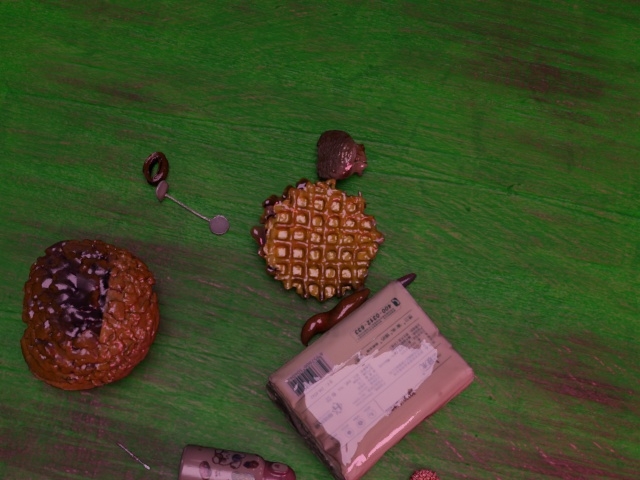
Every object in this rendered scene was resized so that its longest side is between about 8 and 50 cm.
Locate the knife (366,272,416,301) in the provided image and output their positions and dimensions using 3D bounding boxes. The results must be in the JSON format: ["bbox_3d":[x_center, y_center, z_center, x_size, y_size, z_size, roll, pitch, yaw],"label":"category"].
[{"bbox_3d":[0.133,0.150,1.981,0.247,0.018,0.035,-33,80,-11],"label":"knife"}]

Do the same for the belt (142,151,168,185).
[{"bbox_3d":[-0.412,-0.178,2.043,0.059,0.036,0.083,9,71,6],"label":"belt"}]

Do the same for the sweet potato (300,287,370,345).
[{"bbox_3d":[0.037,0.179,1.932,0.202,0.058,0.055,-32,111,-2],"label":"sweet potato"}]

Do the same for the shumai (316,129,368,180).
[{"bbox_3d":[0.059,-0.202,2.053,0.116,0.145,0.146,17,64,-43],"label":"shumai"}]

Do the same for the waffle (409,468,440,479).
[{"bbox_3d":[0.236,0.555,1.844,0.083,0.029,0.075,0,74,-7],"label":"waffle"}]

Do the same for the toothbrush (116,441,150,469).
[{"bbox_3d":[-0.420,0.483,1.835,0.097,0.008,0.006,36,72,10],"label":"toothbrush"}]

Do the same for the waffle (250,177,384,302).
[{"bbox_3d":[-0.009,-0.007,1.978,0.329,0.062,0.330,1,82,-8],"label":"waffle"}]

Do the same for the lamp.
[{"bbox_3d":[-0.313,-0.078,2.010,0.198,0.056,0.050,28,69,2],"label":"lamp"}]

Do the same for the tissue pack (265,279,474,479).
[{"bbox_3d":[0.108,0.319,1.820,0.380,0.207,0.297,-34,75,-14],"label":"tissue pack"}]

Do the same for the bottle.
[{"bbox_3d":[-0.180,0.518,1.782,0.253,0.120,0.121,7,71,-2],"label":"bottle"}]

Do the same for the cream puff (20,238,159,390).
[{"bbox_3d":[-0.525,0.160,1.821,0.327,0.231,0.343,44,74,7],"label":"cream puff"}]
